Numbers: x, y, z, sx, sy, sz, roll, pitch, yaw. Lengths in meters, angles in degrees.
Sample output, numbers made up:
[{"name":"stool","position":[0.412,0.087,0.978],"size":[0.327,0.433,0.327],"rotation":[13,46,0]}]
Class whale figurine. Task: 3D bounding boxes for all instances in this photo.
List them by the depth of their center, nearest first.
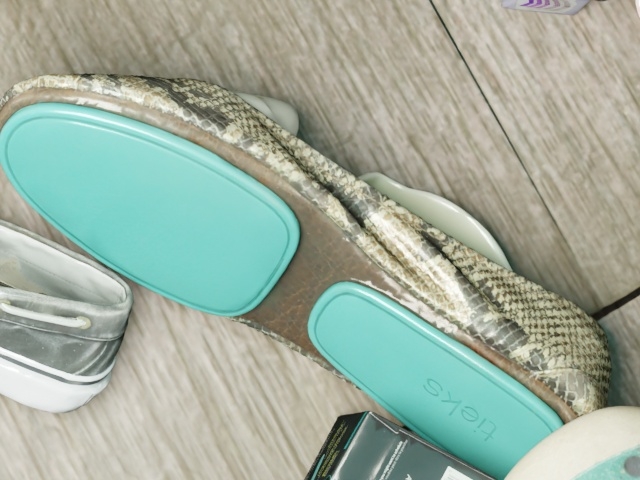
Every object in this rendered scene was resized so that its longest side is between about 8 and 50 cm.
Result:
[{"name":"whale figurine","position":[0.247,0.194,1.310],"size":[0.272,0.216,0.141],"rotation":[-10,51,-24]}]

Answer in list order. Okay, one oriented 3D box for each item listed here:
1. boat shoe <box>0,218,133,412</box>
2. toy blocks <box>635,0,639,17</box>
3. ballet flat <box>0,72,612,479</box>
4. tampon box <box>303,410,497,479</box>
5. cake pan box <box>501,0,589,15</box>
[{"name":"boat shoe","position":[-0.285,-0.001,1.344],"size":[0.335,0.121,0.119],"rotation":[24,121,-12]},{"name":"toy blocks","position":[0.409,-0.210,1.347],"size":[0.288,0.260,0.309],"rotation":[37,97,11]},{"name":"ballet flat","position":[0.000,0.000,1.383],"size":[0.483,0.164,0.182],"rotation":[31,42,-6]},{"name":"tampon box","position":[0.038,0.195,1.351],"size":[0.101,0.161,0.120],"rotation":[30,81,-3]},{"name":"cake pan box","position":[0.193,-0.309,1.396],"size":[0.070,0.246,0.267],"rotation":[5,81,-6]}]
